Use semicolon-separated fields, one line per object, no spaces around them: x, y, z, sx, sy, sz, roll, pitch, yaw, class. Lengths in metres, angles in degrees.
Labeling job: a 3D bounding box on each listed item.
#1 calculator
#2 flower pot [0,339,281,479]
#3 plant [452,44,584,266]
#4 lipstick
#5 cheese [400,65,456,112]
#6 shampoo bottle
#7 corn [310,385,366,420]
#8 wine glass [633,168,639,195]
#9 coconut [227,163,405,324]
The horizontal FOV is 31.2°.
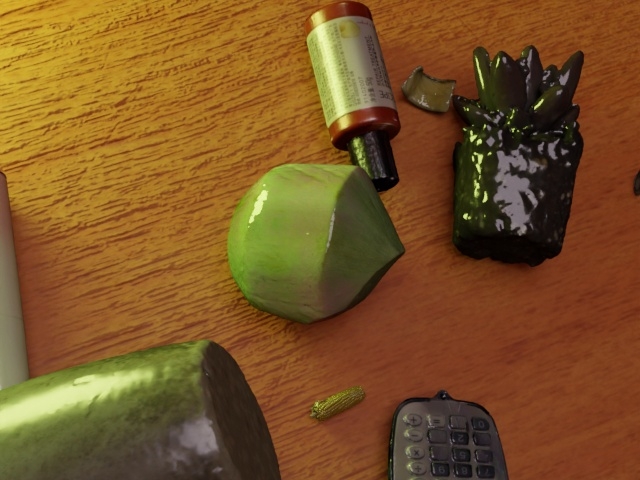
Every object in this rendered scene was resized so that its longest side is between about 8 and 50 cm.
0.170;0.326;1.505;0.177;0.040;0.268;9;67;-21;calculator
-0.230;0.270;1.274;0.330;0.293;0.293;-21;74;9;flower pot
0.290;-0.130;1.637;0.194;0.181;0.320;12;74;-9;plant
-0.431;0.071;1.476;0.087;0.087;0.326;-7;72;-13;lipstick
0.157;-0.230;1.720;0.084;0.041;0.060;25;74;-21;cheese
0.054;-0.201;1.656;0.104;0.104;0.278;-9;73;-13;shampoo bottle
0.022;0.219;1.539;0.083;0.027;0.028;-23;83;-20;corn
0.519;-0.081;1.736;0.083;0.039;0.042;9;67;-12;wine glass
0.000;0.000;1.524;0.236;0.236;0.204;-5;112;-12;coconut
